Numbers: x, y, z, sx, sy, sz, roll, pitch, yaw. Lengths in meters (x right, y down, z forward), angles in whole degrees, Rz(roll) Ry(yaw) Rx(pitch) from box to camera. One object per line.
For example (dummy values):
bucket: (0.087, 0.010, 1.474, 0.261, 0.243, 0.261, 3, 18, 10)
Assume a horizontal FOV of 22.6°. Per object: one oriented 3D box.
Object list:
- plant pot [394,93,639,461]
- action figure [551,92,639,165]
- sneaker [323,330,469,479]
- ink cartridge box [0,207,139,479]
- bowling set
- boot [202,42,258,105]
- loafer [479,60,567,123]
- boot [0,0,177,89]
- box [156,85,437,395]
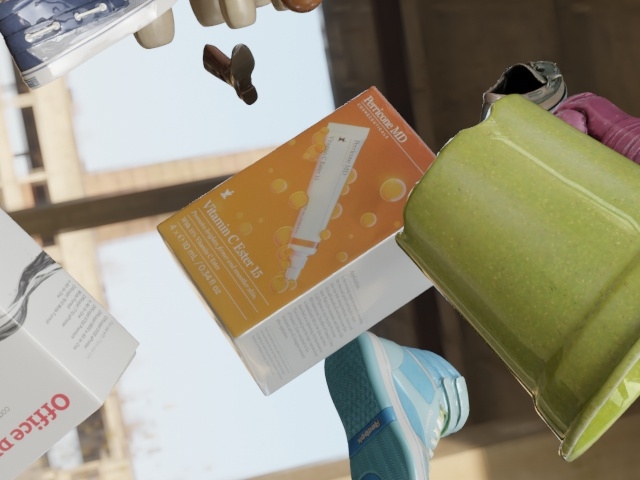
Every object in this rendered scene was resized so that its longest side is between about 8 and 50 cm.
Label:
plant pot: (0.215, 0.012, 1.441, 0.254, 0.276, 0.276, 41, -28, 16)
action figure: (0.331, -0.081, 1.654, 0.370, 0.248, 0.276, 31, -72, 35)
sneaker: (0.139, 0.270, 2.175, 0.127, 0.208, 0.319, -38, -126, 38)
ink cartridge box: (-0.378, 0.091, 1.649, 0.307, 0.223, 0.129, 45, 28, -11)
bowling set: (-0.085, -0.329, 1.824, 0.199, 0.287, 0.154, -5, -73, 30)
boot: (-0.132, -0.252, 2.216, 0.114, 0.037, 0.106, 46, -27, 40)
loafer: (0.304, -0.224, 2.387, 0.267, 0.096, 0.084, -48, 136, -53)
boot: (-0.214, -0.222, 1.486, 0.069, 0.190, 0.086, -6, -62, 52)
box: (0.000, 0.000, 2.077, 0.215, 0.345, 0.168, 51, -9, 33)
